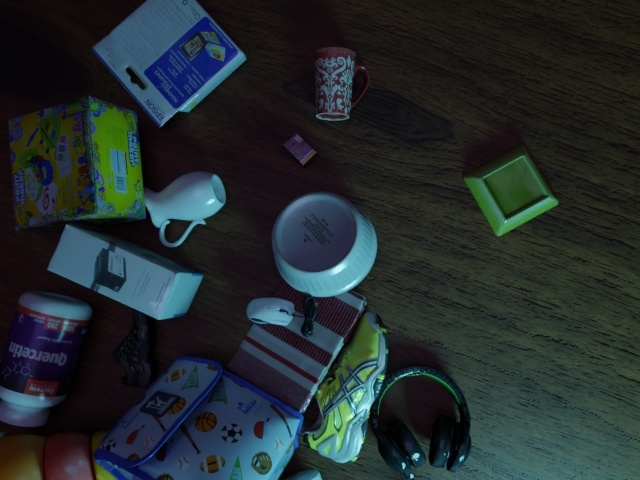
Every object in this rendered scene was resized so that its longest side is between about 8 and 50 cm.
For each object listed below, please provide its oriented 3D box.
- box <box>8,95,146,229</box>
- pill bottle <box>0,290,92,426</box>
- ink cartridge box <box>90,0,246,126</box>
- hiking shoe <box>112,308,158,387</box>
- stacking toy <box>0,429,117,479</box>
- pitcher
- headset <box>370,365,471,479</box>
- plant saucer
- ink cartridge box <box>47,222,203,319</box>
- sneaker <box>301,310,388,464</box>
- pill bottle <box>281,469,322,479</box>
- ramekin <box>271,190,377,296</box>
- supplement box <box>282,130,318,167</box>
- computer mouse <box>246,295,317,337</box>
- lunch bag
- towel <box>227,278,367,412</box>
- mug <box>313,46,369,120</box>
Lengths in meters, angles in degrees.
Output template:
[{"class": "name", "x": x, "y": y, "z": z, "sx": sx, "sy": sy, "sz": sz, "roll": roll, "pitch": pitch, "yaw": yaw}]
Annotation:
[{"class": "box", "x": -0.626, "y": -0.182, "z": 1.500, "sx": 0.279, "sy": 0.177, "sz": 0.290, "roll": -8, "pitch": 85, "yaw": 23}, {"class": "pill bottle", "x": -0.721, "y": 0.301, "z": 1.505, "sx": 0.181, "sy": 0.181, "sz": 0.323, "roll": 15, "pitch": 87, "yaw": 5}, {"class": "ink cartridge box", "x": -0.415, "y": -0.514, "z": 1.608, "sx": 0.307, "sy": 0.072, "sz": 0.303, "roll": -41, "pitch": 85, "yaw": 2}, {"class": "hiking shoe", "x": -0.498, "y": 0.278, "z": 1.540, "sx": 0.114, "sy": 0.086, "sz": 0.227, "roll": -4, "pitch": 86, "yaw": 0}, {"class": "stacking toy", "x": -0.556, "y": 0.596, "z": 1.448, "sx": 0.480, "sy": 0.350, "sz": 0.350, "roll": -12, "pitch": 85, "yaw": -14}, {"class": "pitcher", "x": -0.354, "y": -0.084, "z": 1.550, "sx": 0.207, "sy": 0.125, "sz": 0.178, "roll": -15, "pitch": 99, "yaw": 13}, {"class": "headset", "x": 0.257, "y": 0.519, "z": 1.467, "sx": 0.243, "sy": 0.185, "sz": 0.394, "roll": -6, "pitch": 70, "yaw": 0}, {"class": "plant saucer", "x": 0.502, "y": -0.136, "z": 1.524, "sx": 0.188, "sy": 0.045, "sz": 0.188, "roll": -29, "pitch": 85, "yaw": 1}, {"class": "ink cartridge box", "x": -0.486, "y": 0.080, "z": 1.485, "sx": 0.307, "sy": 0.223, "sz": 0.129, "roll": 23, "pitch": 88, "yaw": 5}, {"class": "sneaker", "x": 0.064, "y": 0.360, "z": 1.459, "sx": 0.147, "sy": 0.145, "sz": 0.385, "roll": 16, "pitch": 85, "yaw": -6}, {"class": "pill bottle", "x": -0.021, "y": 0.719, "z": 1.439, "sx": 0.153, "sy": 0.153, "sz": 0.265, "roll": -18, "pitch": 85, "yaw": 2}, {"class": "ramekin", "x": 0.000, "y": 0.000, "z": 1.473, "sx": 0.273, "sy": 0.127, "sz": 0.273, "roll": -4, "pitch": 70, "yaw": 12}, {"class": "supplement box", "x": -0.055, "y": -0.244, "z": 1.571, "sx": 0.055, "sy": 0.043, "sz": 0.083, "roll": -44, "pitch": 85, "yaw": 0}, {"class": "computer mouse", "x": -0.105, "y": 0.182, "z": 1.478, "sx": 0.193, "sy": 0.042, "sz": 0.106, "roll": 4, "pitch": 68, "yaw": 17}, {"class": "lunch bag", "x": -0.284, "y": 0.478, "z": 1.378, "sx": 0.385, "sy": 0.239, "sz": 0.328, "roll": 27, "pitch": 47, "yaw": 16}, {"class": "towel", "x": -0.058, "y": 0.239, "z": 1.483, "sx": 0.237, "sy": 0.037, "sz": 0.329, "roll": 26, "pitch": 75, "yaw": 24}, {"class": "mug", "x": 0.053, "y": -0.411, "z": 1.546, "sx": 0.150, "sy": 0.113, "sz": 0.169, "roll": 2, "pitch": 89, "yaw": 6}]
